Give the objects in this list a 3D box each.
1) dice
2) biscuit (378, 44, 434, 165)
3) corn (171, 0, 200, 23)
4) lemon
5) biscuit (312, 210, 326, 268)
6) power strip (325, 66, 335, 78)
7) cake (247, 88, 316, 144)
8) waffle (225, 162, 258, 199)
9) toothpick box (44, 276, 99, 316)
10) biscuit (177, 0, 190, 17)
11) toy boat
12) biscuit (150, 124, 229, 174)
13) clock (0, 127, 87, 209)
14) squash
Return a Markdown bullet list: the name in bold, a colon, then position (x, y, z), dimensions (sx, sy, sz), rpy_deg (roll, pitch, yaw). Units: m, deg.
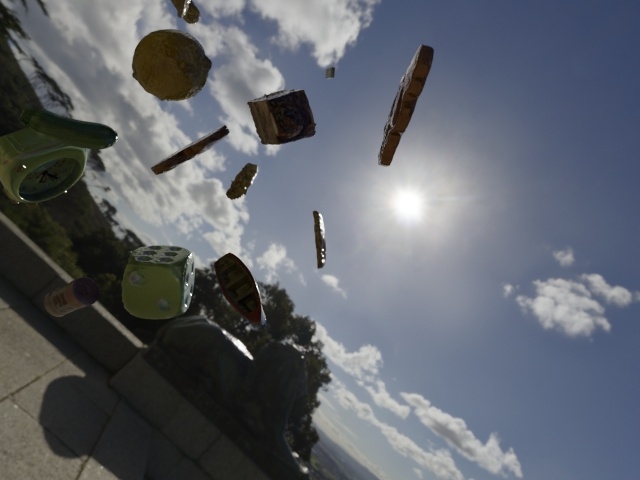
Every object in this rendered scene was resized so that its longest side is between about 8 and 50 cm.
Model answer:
- **dice**: position (-0.674, 0.170, 1.738), dimensions (0.252, 0.254, 0.250), rpy_deg (-112, -154, -72)
- **biscuit**: position (0.209, -0.344, 1.076), dimensions (0.047, 0.202, 0.334), rpy_deg (16, -31, -2)
- **corn**: position (-0.582, -1.003, 1.745), dimensions (0.238, 0.080, 0.080), rpy_deg (54, -15, 16)
- **lemon**: position (-0.429, -0.503, 1.195), dimensions (0.192, 0.230, 0.193), rpy_deg (170, -90, -87)
- **biscuit**: position (0.001, 0.000, 1.626), dimensions (0.033, 0.225, 0.144), rpy_deg (-5, -6, 9)
- **power strip**: position (0.038, -0.665, 1.647), dimensions (0.090, 0.016, 0.040), rpy_deg (-133, -133, -67)
- **cake**: position (-0.138, -0.490, 1.631), dimensions (0.293, 0.198, 0.196), rpy_deg (27, -44, 60)
- **waffle**: position (-0.252, -0.174, 1.301), dimensions (0.046, 0.161, 0.192), rpy_deg (34, 16, -21)
- **toothpick box**: position (-0.837, 0.191, 1.396), dimensions (0.148, 0.099, 0.098), rpy_deg (-21, -56, 22)
- **biscuit**: position (-0.208, -0.434, 0.672), dimensions (0.018, 0.147, 0.071), rpy_deg (18, 3, -22)
- **toy boat**: position (-0.306, 0.196, 1.620), dimensions (0.392, 0.136, 0.079), rpy_deg (49, -8, 38)
- **biscuit**: position (-0.489, -0.336, 1.573), dimensions (0.276, 0.262, 0.052), rpy_deg (-19, -66, 24)
- **clock**: position (-0.826, -0.207, 1.226), dimensions (0.096, 0.235, 0.308), rpy_deg (47, -39, 3)
- **squash**: position (-0.643, -0.283, 1.066), dimensions (0.219, 0.078, 0.068), rpy_deg (11, 3, -31)
